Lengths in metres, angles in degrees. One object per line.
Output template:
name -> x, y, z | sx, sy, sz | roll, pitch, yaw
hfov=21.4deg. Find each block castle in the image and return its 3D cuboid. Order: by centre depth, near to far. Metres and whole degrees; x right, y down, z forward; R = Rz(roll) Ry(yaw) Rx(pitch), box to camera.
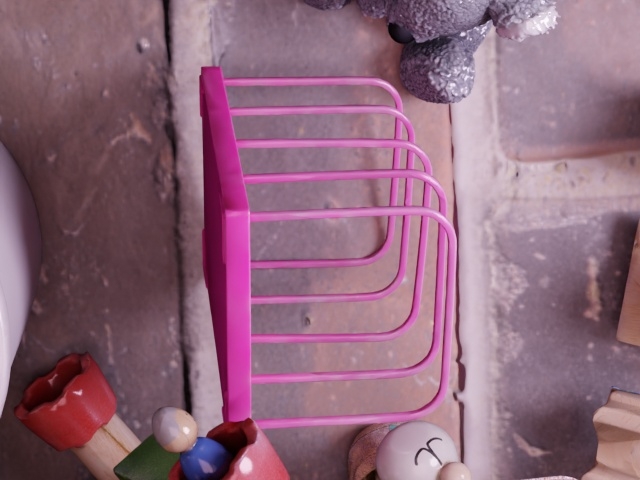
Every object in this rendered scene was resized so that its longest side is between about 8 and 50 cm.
block castle -> -0.208, 0.246, 1.326 | 0.303, 0.453, 0.213 | -43, 111, -17

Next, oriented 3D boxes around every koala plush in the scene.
koala plush -> 0.102, -0.232, 1.412 | 0.196, 0.221, 0.203 | 39, 96, -9

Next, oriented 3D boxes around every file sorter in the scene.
file sorter -> 0.000, 0.000, 1.399 | 0.182, 0.291, 0.202 | -2, 117, -7

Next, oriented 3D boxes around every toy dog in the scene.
toy dog -> 0.171, 0.312, 1.495 | 0.333, 0.161, 0.220 | 37, 70, -37

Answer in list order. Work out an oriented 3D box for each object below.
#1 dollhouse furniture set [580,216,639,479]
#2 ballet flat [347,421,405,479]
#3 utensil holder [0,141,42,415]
dollhouse furniture set -> 0.475, 0.074, 1.520 | 0.394, 0.256, 0.362 | 13, 100, 22
ballet flat -> 0.059, 0.328, 1.577 | 0.107, 0.106, 0.316 | -3, 101, -2
utensil holder -> -0.393, 0.041, 1.350 | 0.327, 0.385, 0.328 | -1, 101, -4
